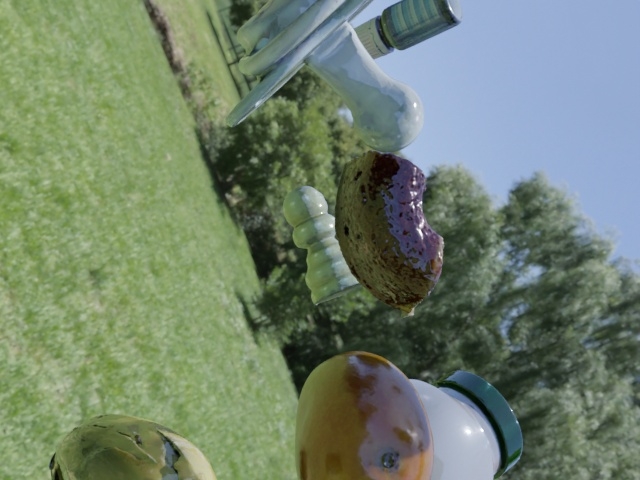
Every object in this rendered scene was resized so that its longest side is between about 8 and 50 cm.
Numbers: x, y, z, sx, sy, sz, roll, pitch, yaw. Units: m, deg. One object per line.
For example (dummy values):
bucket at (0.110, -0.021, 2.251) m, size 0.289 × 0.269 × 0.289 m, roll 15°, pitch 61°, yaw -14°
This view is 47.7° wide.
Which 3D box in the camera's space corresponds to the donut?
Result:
donut at (0.090, -0.008, 0.933) m, size 0.126 × 0.144 × 0.187 m, roll 142°, pitch -39°, yaw -70°

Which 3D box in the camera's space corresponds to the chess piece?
chess piece at (0.000, 0.000, 1.517) m, size 0.133 × 0.133 × 0.243 m, roll 96°, pitch -28°, yaw -80°

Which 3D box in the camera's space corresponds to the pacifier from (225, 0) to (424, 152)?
pacifier at (0.034, -0.195, 0.804) m, size 0.226 × 0.287 × 0.238 m, roll 45°, pitch -3°, yaw -12°

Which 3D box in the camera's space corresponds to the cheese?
cheese at (-0.225, 0.339, 0.889) m, size 0.315 × 0.128 × 0.260 m, roll -24°, pitch -99°, yaw 47°

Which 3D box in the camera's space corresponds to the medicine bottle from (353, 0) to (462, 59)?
medicine bottle at (0.147, -0.383, 1.292) m, size 0.083 × 0.203 × 0.084 m, roll 34°, pitch 46°, yaw -45°

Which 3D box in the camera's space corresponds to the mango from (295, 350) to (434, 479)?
mango at (0.035, 0.184, 0.700) m, size 0.221 × 0.120 × 0.152 m, roll -108°, pitch -143°, yaw -66°

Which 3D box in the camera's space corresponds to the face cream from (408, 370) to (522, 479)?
face cream at (0.172, 0.404, 1.299) m, size 0.219 × 0.356 × 0.313 m, roll -28°, pitch -93°, yaw 58°
